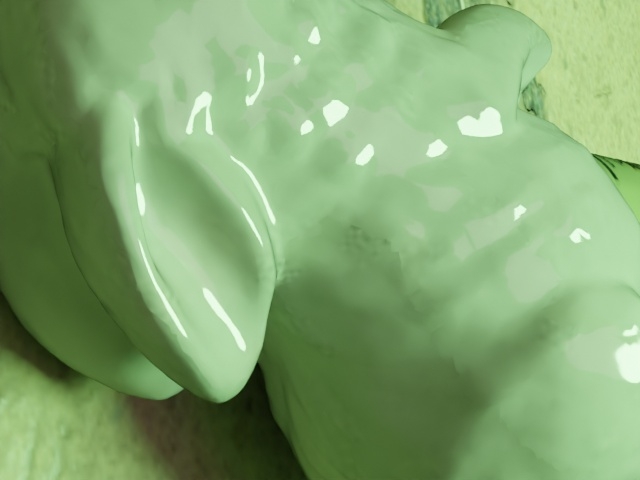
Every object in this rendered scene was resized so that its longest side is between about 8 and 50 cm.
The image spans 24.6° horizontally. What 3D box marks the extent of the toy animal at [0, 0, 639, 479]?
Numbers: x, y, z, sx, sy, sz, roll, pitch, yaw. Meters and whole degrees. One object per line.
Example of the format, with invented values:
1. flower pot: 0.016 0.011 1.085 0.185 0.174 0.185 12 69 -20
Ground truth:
1. toy animal: 0.000 0.000 0.590 0.357 0.194 0.257 32 77 -25

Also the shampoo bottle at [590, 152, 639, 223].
1. shampoo bottle: 0.174 -0.011 0.888 0.162 0.079 0.079 5 75 -53
